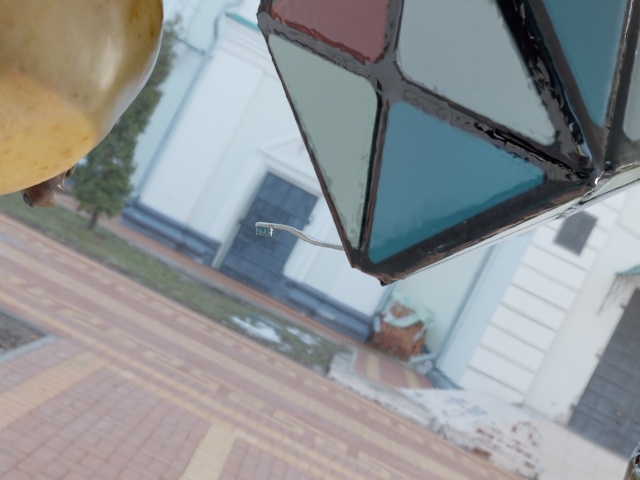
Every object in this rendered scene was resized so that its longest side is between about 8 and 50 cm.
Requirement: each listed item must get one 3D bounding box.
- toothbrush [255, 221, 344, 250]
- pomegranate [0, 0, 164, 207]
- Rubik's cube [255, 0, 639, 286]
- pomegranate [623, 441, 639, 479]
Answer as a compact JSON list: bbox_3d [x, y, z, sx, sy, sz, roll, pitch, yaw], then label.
[{"bbox_3d":[0.000,0.000,0.712,0.131,0.013,0.011,12,13,24],"label":"toothbrush"},{"bbox_3d":[-0.165,-0.116,0.348,0.207,0.207,0.207,27,-1,1],"label":"pomegranate"},{"bbox_3d":[0.139,-0.135,0.595,0.246,0.248,0.250,-19,-7,-35],"label":"Rubik's cube"},{"bbox_3d":[0.272,0.181,0.540,0.142,0.114,0.114,36,-1,5],"label":"pomegranate"}]
